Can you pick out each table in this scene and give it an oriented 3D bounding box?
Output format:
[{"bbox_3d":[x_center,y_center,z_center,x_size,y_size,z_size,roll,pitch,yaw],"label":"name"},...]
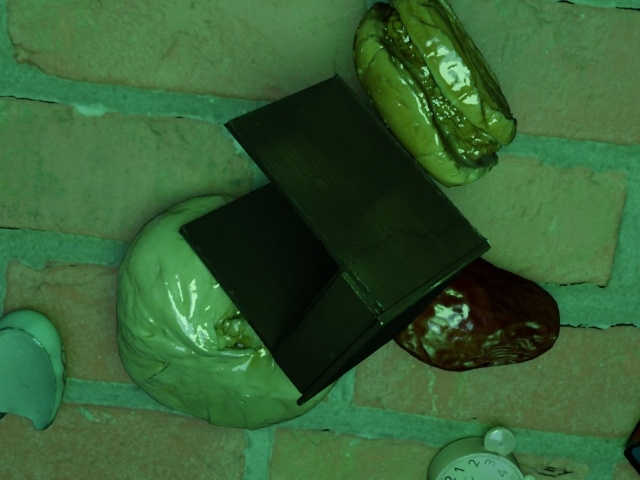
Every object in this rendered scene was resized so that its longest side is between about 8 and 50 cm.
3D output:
[{"bbox_3d":[0.000,0.000,1.025,0.282,0.196,0.250,51,145,11],"label":"table"}]

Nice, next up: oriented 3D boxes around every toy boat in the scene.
[{"bbox_3d":[-0.456,0.196,1.307,0.134,0.079,0.207,12,115,5],"label":"toy boat"}]

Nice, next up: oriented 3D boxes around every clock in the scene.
[{"bbox_3d":[0.250,0.392,1.348,0.156,0.063,0.229,17,107,-7],"label":"clock"}]

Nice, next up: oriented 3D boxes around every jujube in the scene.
[{"bbox_3d":[0.216,0.100,1.212,0.255,0.190,0.189,6,105,-15],"label":"jujube"}]

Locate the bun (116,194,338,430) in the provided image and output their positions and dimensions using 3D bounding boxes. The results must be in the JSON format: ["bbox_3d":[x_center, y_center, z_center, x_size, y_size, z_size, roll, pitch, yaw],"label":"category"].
[{"bbox_3d":[-0.128,0.111,1.200,0.361,0.213,0.360,0,102,-1],"label":"bun"}]

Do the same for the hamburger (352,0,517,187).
[{"bbox_3d":[0.145,-0.198,1.079,0.145,0.283,0.259,-34,93,24],"label":"hamburger"}]

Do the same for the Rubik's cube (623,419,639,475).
[{"bbox_3d":[0.640,0.310,1.227,0.250,0.248,0.246,25,104,-7],"label":"Rubik's cube"}]
